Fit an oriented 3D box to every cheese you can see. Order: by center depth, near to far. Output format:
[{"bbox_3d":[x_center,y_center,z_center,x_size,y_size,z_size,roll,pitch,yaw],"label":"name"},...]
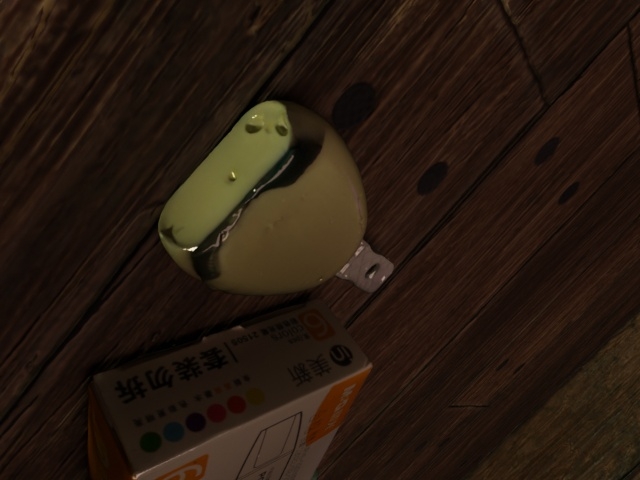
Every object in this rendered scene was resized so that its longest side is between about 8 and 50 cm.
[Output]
[{"bbox_3d":[0.000,0.000,0.429,0.127,0.054,0.251,-46,149,6],"label":"cheese"}]

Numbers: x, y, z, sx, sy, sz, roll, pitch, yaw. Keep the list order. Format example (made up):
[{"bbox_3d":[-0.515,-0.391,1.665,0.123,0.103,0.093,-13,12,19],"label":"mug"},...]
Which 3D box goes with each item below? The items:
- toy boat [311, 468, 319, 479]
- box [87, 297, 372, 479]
[{"bbox_3d":[-0.026,0.316,0.812,0.149,0.034,0.105,-58,144,2],"label":"toy boat"},{"bbox_3d":[-0.094,0.194,0.523,0.220,0.091,0.274,-18,142,-35],"label":"box"}]
